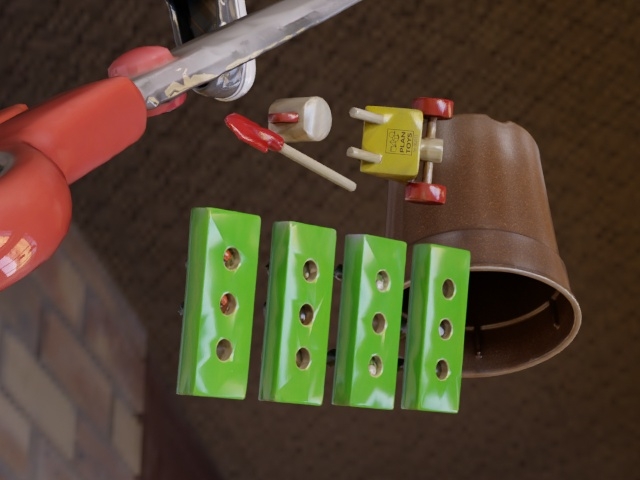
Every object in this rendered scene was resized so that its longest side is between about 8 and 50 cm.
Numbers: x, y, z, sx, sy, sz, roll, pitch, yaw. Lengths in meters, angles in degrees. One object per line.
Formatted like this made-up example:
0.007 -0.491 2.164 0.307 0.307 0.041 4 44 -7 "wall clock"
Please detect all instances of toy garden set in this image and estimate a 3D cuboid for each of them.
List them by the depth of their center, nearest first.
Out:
0.000 0.000 1.231 0.049 0.203 0.244 1 174 42 "toy garden set"

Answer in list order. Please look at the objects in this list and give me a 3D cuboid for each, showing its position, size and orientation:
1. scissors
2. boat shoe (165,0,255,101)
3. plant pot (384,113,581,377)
-0.057 -0.028 0.432 0.109 0.297 0.021 -15 104 25 "scissors"
-0.125 -0.249 1.964 0.080 0.228 0.076 -10 179 30 "boat shoe"
0.121 -0.001 1.598 0.167 0.165 0.167 0 146 0 "plant pot"
